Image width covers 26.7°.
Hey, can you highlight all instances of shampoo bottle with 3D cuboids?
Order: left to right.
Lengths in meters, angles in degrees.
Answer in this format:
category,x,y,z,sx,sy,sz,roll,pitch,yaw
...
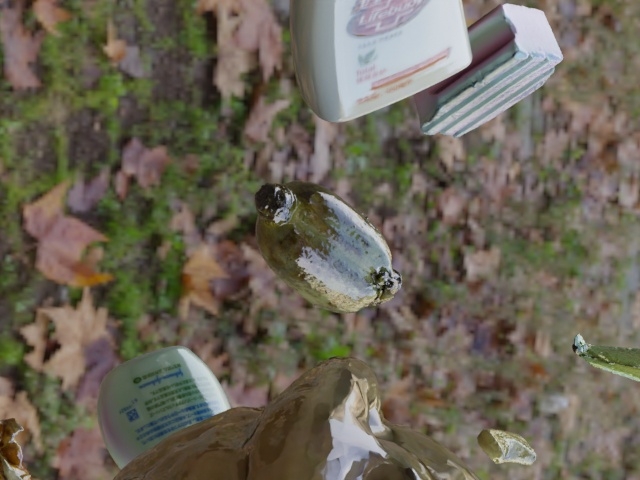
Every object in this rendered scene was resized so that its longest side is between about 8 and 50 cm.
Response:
category,x,y,z,sx,sy,sz,roll,pitch,yaw
shampoo bottle,-0.228,0.360,2.253,0.221,0.350,0.151,-18,155,-28
shampoo bottle,0.048,-0.214,0.987,0.153,0.071,0.284,-24,148,-15

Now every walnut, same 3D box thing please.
category,x,y,z,sx,sy,sz,roll,pitch,yaw
walnut,-0.021,0.273,1.032,0.383,0.383,0.384,-14,106,-57

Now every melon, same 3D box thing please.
category,x,y,z,sx,sy,sz,roll,pitch,yaw
melon,0.412,0.159,1.636,0.261,0.114,0.053,12,96,-19

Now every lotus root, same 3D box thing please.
category,x,y,z,sx,sy,sz,roll,pitch,yaw
lotus root,0.000,0.000,2.181,0.309,0.173,0.173,40,60,-33

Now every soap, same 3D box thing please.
category,x,y,z,sx,sy,sz,roll,pitch,yaw
soap,0.148,-0.153,1.241,0.100,0.149,0.056,1,65,-45

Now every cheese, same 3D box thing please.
category,x,y,z,sx,sy,sz,roll,pitch,yaw
cheese,0.202,0.227,1.463,0.083,0.044,0.030,17,109,-53

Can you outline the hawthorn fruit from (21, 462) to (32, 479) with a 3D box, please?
category,x,y,z,sx,sy,sz,roll,pitch,yaw
hawthorn fruit,-0.418,0.325,1.650,0.133,0.132,0.138,28,58,-56

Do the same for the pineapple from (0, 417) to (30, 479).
category,x,y,z,sx,sy,sz,roll,pitch,yaw
pineapple,-0.404,0.251,1.379,0.186,0.236,0.115,-17,98,-85
